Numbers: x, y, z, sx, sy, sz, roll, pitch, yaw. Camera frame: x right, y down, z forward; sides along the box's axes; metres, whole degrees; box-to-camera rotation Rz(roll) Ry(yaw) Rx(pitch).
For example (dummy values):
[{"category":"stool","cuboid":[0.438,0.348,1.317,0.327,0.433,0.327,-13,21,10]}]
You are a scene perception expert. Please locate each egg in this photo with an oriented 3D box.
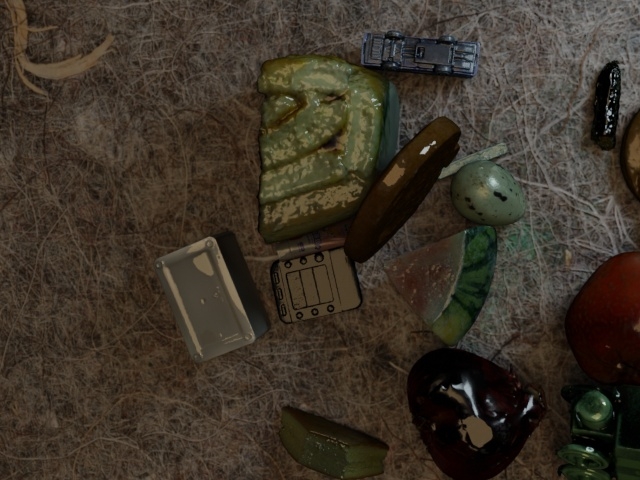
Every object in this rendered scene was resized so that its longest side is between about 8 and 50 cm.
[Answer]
[{"category":"egg","cuboid":[0.345,-0.094,1.452,0.164,0.131,0.131,20,97,-7]}]

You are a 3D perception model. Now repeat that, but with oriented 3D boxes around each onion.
[{"category":"onion","cuboid":[0.294,0.343,1.448,0.281,0.221,0.281,0,91,16]}]

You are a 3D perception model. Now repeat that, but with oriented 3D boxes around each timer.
[{"category":"timer","cuboid":[-0.010,0.096,1.560,0.187,0.055,0.144,-13,86,5]}]

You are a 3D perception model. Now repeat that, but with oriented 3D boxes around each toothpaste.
[{"category":"toothpaste","cuboid":[0.000,0.000,1.536,0.194,0.043,0.067,-17,57,-4]}]

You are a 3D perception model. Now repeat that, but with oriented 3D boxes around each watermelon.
[{"category":"watermelon","cuboid":[0.249,0.067,1.467,0.201,0.213,0.261,25,92,23]}]

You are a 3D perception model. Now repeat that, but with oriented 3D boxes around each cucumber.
[{"category":"cucumber","cuboid":[0.581,-0.274,1.441,0.053,0.053,0.181,7,93,8]}]

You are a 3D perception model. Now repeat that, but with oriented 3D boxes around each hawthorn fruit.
[{"category":"hawthorn fruit","cuboid":[0.619,0.144,1.358,0.275,0.275,0.299,25,85,6]}]

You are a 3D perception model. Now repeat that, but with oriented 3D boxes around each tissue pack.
[{"category":"tissue pack","cuboid":[-0.234,0.121,1.555,0.159,0.136,0.246,-21,90,10]}]

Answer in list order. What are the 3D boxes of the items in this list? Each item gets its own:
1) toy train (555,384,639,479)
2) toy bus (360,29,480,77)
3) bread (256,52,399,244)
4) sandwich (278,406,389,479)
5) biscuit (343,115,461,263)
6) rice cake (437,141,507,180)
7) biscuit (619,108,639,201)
[{"category":"toy train","cuboid":[0.582,0.388,1.371,0.238,0.299,0.167,3,59,27]},{"category":"toy bus","cuboid":[0.204,-0.377,1.470,0.236,0.094,0.079,7,89,7]},{"category":"bread","cuboid":[0.021,-0.177,1.440,0.264,0.239,0.395,3,103,8]},{"category":"sandwich","cuboid":[0.020,0.453,1.564,0.258,0.096,0.094,16,102,10]},{"category":"biscuit","cuboid":[0.161,-0.105,1.369,0.063,0.367,0.314,39,65,11]},{"category":"rice cake","cuboid":[0.311,-0.165,1.498,0.171,0.033,0.029,-21,89,10]},{"category":"biscuit","cuboid":[0.781,-0.124,1.409,0.394,0.070,0.350,35,99,5]}]
